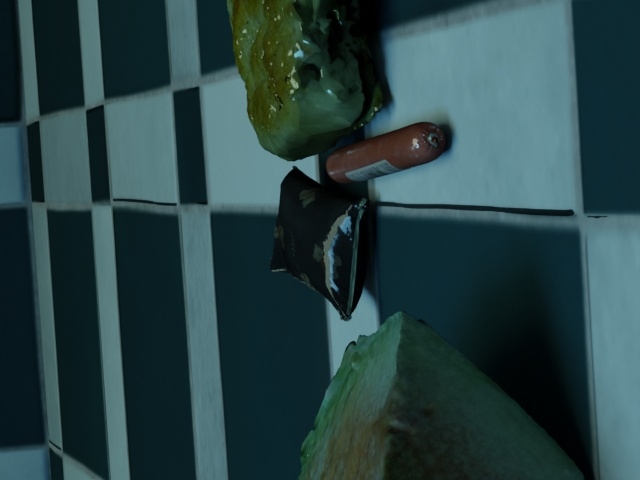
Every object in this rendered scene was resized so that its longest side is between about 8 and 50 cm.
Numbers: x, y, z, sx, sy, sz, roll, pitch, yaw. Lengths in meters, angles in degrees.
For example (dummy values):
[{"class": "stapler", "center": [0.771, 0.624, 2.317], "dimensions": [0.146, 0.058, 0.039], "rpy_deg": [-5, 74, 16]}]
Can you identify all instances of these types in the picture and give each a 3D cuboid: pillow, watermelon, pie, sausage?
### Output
[{"class": "pillow", "center": [0.001, 0.000, 1.515], "dimensions": [0.150, 0.048, 0.090], "rpy_deg": [-151, 50, -65]}, {"class": "watermelon", "center": [0.054, 0.225, 1.182], "dimensions": [0.264, 0.151, 0.302], "rpy_deg": [115, 169, -49]}, {"class": "pie", "center": [-0.017, -0.247, 1.467], "dimensions": [0.296, 0.078, 0.371], "rpy_deg": [-131, 41, -61]}, {"class": "sausage", "center": [0.044, -0.061, 1.390], "dimensions": [0.223, 0.029, 0.029], "rpy_deg": [170, 95, -73]}]
